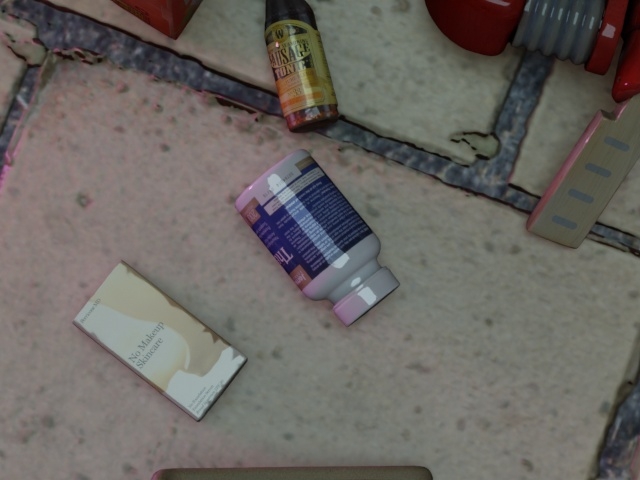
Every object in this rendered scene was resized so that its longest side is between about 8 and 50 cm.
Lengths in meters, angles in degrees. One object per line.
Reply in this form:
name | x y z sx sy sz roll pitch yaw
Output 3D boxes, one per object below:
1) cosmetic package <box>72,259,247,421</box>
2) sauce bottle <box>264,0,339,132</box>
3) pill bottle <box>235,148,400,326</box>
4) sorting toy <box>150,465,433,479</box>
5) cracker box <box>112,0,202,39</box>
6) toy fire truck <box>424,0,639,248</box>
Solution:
cosmetic package | -0.113 0.071 1.343 0.115 0.041 0.060 36 83 2
sauce bottle | -0.020 -0.143 1.373 0.042 0.042 0.128 -16 83 -4
pill bottle | 0.000 0.000 1.343 0.067 0.067 0.120 -39 86 -6
sorting toy | -0.010 0.306 1.268 0.229 0.041 0.307 3 82 -31
cracker box | -0.067 -0.267 1.329 0.067 0.156 0.232 33 82 1
toy fire truck | 0.170 -0.141 1.343 0.217 0.158 0.246 15 72 -1
